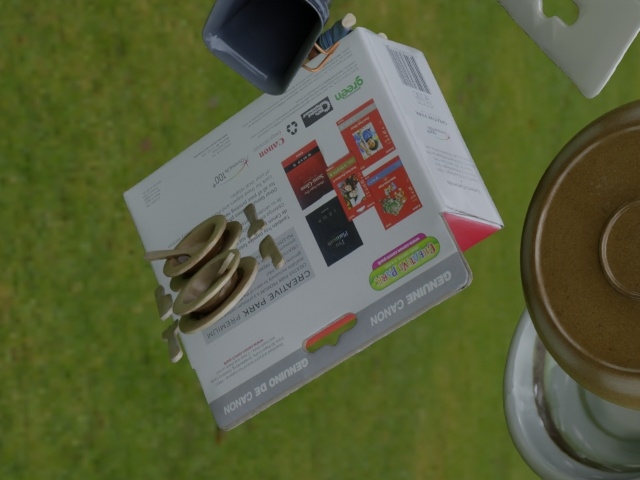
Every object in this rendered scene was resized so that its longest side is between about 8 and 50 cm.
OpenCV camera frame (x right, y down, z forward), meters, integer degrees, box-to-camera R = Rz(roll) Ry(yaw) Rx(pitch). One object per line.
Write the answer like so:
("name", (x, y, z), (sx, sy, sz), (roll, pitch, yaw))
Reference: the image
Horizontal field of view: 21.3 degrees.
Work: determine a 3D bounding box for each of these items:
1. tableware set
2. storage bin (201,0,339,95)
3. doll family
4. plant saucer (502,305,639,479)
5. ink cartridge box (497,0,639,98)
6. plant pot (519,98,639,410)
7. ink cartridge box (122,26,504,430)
("tableware set", (-0.104, 0.021, 1.472), (0.039, 0.128, 0.194), (47, 4, -19))
("storage bin", (-0.019, -0.191, 1.355), (0.091, 0.098, 0.135), (-53, 180, -30))
("doll family", (0.049, -0.217, 2.245), (0.076, 0.111, 0.193), (-22, 90, -29))
("plant saucer", (0.399, 0.133, 1.988), (0.100, 0.400, 0.400), (35, 48, -34))
("ink cartridge box", (0.286, -0.276, 1.234), (0.119, 0.353, 0.207), (17, 27, -36))
("plant pot", (0.242, 0.007, 1.234), (0.032, 0.236, 0.236), (12, 74, -52))
("ink cartridge box", (0.000, 0.000, 1.622), (0.130, 0.309, 0.272), (11, 51, -57))
